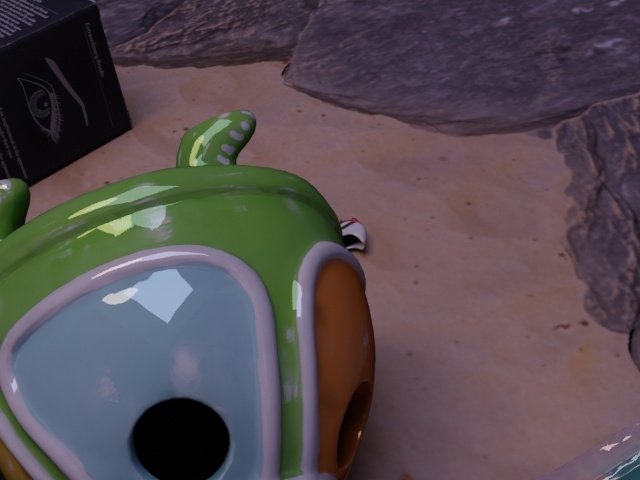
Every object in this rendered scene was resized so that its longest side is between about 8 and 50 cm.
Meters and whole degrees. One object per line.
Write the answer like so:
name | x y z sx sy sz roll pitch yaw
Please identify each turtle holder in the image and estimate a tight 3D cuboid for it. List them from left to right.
turtle holder | -0.117 0.088 0.586 0.320 0.243 0.227 -10 60 -21

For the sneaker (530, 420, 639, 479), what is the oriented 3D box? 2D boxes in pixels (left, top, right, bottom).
sneaker | 0.157 0.192 0.525 0.302 0.108 0.121 -21 42 -2

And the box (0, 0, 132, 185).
box | -0.317 -0.149 0.961 0.207 0.153 0.108 -35 47 -30

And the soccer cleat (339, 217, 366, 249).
soccer cleat | 0.000 0.000 0.828 0.083 0.029 0.035 -6 36 -5
